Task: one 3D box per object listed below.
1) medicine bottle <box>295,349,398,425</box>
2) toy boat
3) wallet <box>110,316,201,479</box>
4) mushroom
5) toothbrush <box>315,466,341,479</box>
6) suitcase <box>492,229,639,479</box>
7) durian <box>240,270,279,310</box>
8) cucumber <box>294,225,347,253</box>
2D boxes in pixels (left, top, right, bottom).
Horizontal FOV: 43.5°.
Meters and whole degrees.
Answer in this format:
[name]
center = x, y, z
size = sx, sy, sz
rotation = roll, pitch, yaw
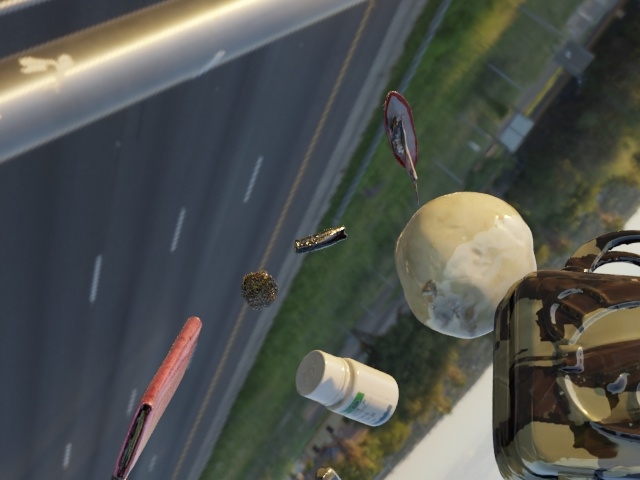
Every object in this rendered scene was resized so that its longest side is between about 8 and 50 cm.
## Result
[medicine bottle]
center = 0.064, 0.359, 1.959
size = 0.236, 0.139, 0.139
rotation = 26, 110, -32
[toy boat]
center = 0.211, -0.207, 1.917
size = 0.071, 0.318, 0.219
rotation = -16, 154, 5
[wallet]
center = -0.198, 0.189, 0.994
size = 0.232, 0.025, 0.119
rotation = -74, -172, -70
[mushroom]
center = 0.288, 0.063, 1.723
size = 0.314, 0.314, 0.336
rotation = -43, 174, -22
[toothbrush]
center = 0.046, 0.358, 1.053
size = 0.297, 0.030, 0.030
rotation = 61, 38, -50
[suitcase]
center = 0.387, 0.156, 0.977
size = 0.194, 0.351, 0.339
rotation = 85, 10, -62
[durian]
center = -0.119, 0.102, 1.585
size = 0.080, 0.080, 0.091
rotation = -42, 147, -25
[cucumber]
center = 0.001, 0.001, 1.578
size = 0.134, 0.034, 0.033
rotation = -16, 123, -30
